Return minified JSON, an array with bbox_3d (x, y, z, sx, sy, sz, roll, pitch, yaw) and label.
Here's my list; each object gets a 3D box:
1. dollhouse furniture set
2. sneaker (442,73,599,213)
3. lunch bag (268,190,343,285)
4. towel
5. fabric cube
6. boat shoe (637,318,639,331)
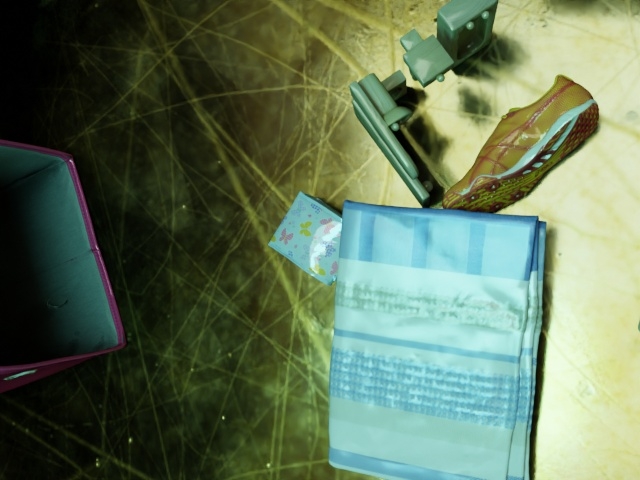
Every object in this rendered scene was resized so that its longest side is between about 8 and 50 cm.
[{"bbox_3d":[0.125,-0.133,0.827,0.151,0.144,0.123,-34,81,2],"label":"dollhouse furniture set"},{"bbox_3d":[0.188,-0.087,0.839,0.175,0.064,0.067,-40,53,12],"label":"sneaker"},{"bbox_3d":[0.000,0.000,0.904,0.083,0.053,0.071,34,98,29],"label":"lunch bag"},{"bbox_3d":[0.111,0.108,0.847,0.209,0.034,0.284,5,97,21],"label":"towel"},{"bbox_3d":[-0.421,0.050,0.959,0.258,0.254,0.259,-22,81,19],"label":"fabric cube"},{"bbox_3d":[0.418,0.108,0.721,0.302,0.109,0.094,33,115,28],"label":"boat shoe"}]
